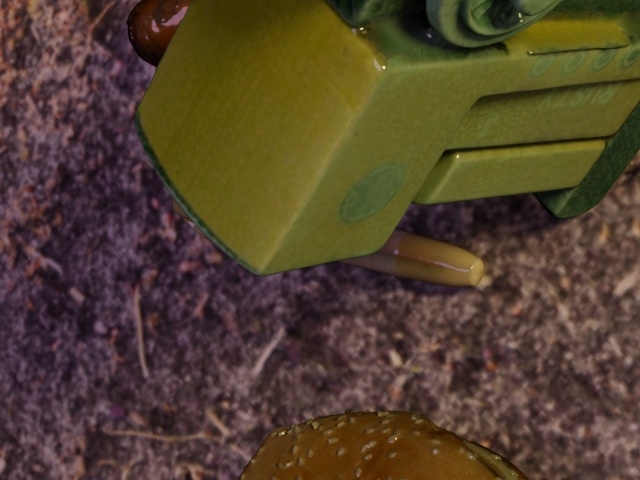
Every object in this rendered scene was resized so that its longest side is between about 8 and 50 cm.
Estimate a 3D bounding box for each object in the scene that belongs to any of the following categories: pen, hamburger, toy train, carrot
[{"bbox_3d":[0.000,0.000,1.128,0.233,0.032,0.040,15,112,31],"label":"pen"},{"bbox_3d":[0.039,0.195,1.005,0.215,0.122,0.189,24,89,40],"label":"hamburger"},{"bbox_3d":[0.094,-0.121,0.912,0.160,0.397,0.253,49,126,26],"label":"toy train"},{"bbox_3d":[-0.056,-0.165,1.181,0.161,0.055,0.055,-23,70,18],"label":"carrot"}]
